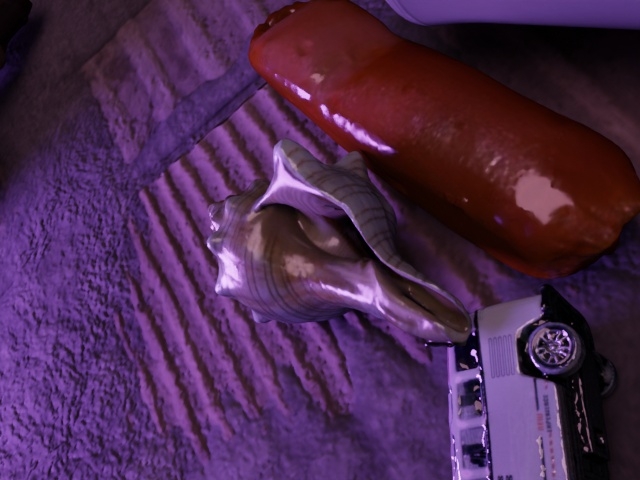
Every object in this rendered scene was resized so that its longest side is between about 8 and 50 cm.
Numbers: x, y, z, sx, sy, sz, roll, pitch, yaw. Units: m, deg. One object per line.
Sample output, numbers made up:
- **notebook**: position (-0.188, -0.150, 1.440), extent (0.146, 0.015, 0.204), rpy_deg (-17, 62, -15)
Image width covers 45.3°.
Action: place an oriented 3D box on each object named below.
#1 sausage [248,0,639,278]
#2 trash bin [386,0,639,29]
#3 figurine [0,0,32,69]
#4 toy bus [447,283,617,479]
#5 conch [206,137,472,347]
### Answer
- **sausage**: position (0.069, -0.085, 0.550), extent (0.097, 0.094, 0.348), rpy_deg (-40, 52, -13)
- **trash bin**: position (0.213, -0.255, 0.444), extent (0.431, 0.280, 0.281), rpy_deg (15, 76, 30)
- **figurine**: position (-0.450, -0.148, 0.794), extent (0.218, 0.206, 0.365), rpy_deg (2, 69, 31)
- **toy bus**: position (0.120, 0.129, 0.429), extent (0.089, 0.087, 0.194), rpy_deg (-15, 61, 30)
- **conch**: position (0.001, -0.009, 0.525), extent (0.233, 0.137, 0.114), rpy_deg (-9, 19, 41)
